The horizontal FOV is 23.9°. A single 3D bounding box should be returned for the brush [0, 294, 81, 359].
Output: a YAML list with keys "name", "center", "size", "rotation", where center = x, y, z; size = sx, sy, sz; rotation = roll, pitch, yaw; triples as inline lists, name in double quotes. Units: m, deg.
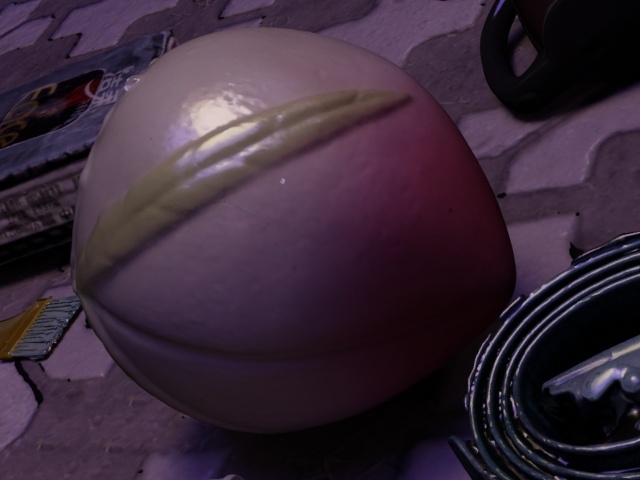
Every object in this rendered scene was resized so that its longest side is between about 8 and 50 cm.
- name: "brush"
  center: [-0.324, 0.088, 1.452]
  size: [0.218, 0.010, 0.082]
  rotation: [-6, 38, 33]

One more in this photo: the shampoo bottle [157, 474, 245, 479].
- name: "shampoo bottle"
  center: [-0.126, 0.263, 0.784]
  size: [0.266, 0.273, 0.273]
  rotation: [-15, 32, 5]

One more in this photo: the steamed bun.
- name: "steamed bun"
  center: [0.000, 0.000, 1.072]
  size: [0.309, 0.309, 0.309]
  rotation: [-21, 32, 14]

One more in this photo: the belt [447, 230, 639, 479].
- name: "belt"
  center: [0.203, 0.102, 0.899]
  size: [0.267, 0.116, 0.206]
  rotation: [-17, 47, 27]

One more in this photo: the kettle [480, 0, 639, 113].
- name: "kettle"
  center: [0.218, -0.230, 1.367]
  size: [0.202, 0.144, 0.232]
  rotation: [-38, 29, 25]

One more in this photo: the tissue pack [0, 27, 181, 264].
- name: "tissue pack"
  center: [-0.310, -0.077, 1.579]
  size: [0.361, 0.122, 0.259]
  rotation: [-18, 29, 21]
